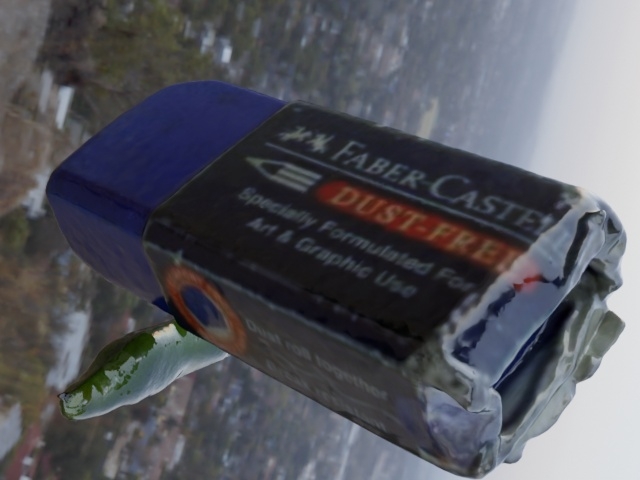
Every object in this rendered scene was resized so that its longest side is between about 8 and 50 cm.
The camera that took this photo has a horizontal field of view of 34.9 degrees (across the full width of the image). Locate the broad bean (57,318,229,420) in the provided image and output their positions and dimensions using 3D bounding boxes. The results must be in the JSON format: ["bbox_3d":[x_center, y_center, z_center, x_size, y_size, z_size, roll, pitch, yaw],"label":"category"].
[{"bbox_3d":[-0.096,0.076,0.706,0.061,0.195,0.046,-26,-97,60],"label":"broad bean"}]

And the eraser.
[{"bbox_3d":[0.000,0.000,0.592,0.155,0.332,0.101,-44,138,-28],"label":"eraser"}]
